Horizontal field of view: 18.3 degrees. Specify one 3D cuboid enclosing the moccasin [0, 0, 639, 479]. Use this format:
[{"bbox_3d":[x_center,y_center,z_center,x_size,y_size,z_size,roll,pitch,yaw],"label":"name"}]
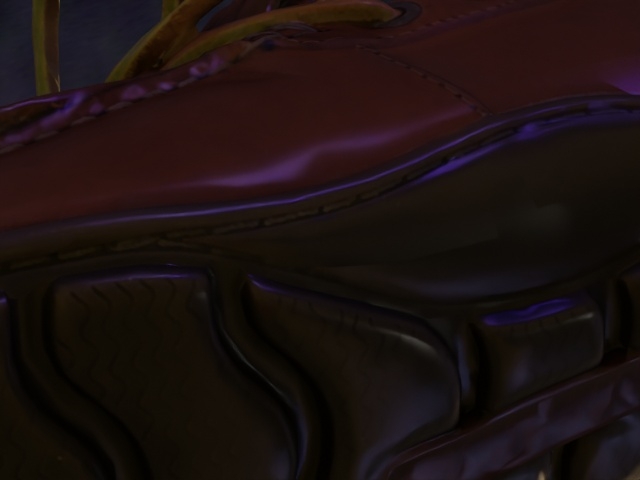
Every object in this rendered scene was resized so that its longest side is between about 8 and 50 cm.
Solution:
[{"bbox_3d":[0.000,-0.003,0.457,0.380,0.147,0.139,-23,-52,-22],"label":"moccasin"}]
